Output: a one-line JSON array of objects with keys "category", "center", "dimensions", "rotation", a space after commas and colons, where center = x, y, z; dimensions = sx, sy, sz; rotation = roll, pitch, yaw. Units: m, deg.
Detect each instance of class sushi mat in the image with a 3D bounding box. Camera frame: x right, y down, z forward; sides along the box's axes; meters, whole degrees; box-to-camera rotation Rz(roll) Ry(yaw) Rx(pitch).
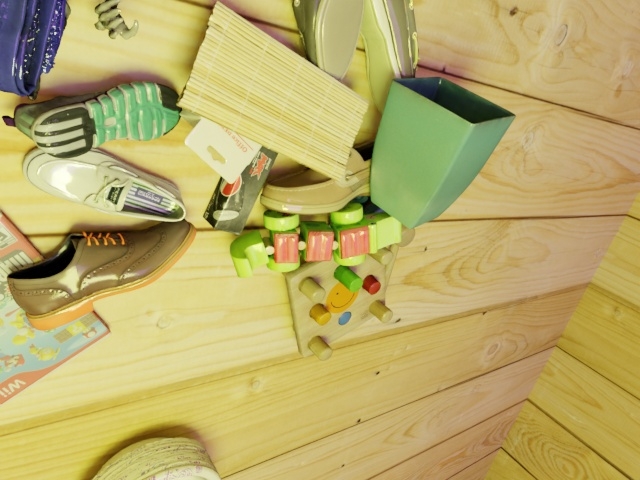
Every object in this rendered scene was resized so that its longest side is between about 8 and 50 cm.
[{"category": "sushi mat", "center": [-0.052, -0.211, 0.714], "dimensions": [0.317, 0.019, 0.151], "rotation": [18, 89, -41]}]

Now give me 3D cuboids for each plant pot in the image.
[{"category": "plant pot", "center": [0.198, -0.150, 0.844], "dimensions": [0.166, 0.166, 0.234], "rotation": [-21, 141, -43]}]

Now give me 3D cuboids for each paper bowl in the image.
[{"category": "paper bowl", "center": [-0.362, 0.535, 0.970], "dimensions": [0.284, 0.148, 0.284], "rotation": [-20, 128, -28]}]

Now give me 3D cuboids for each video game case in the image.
[{"category": "video game case", "center": [-0.480, 0.112, 0.687], "dimensions": [0.204, 0.025, 0.285], "rotation": [-35, 134, -17]}]

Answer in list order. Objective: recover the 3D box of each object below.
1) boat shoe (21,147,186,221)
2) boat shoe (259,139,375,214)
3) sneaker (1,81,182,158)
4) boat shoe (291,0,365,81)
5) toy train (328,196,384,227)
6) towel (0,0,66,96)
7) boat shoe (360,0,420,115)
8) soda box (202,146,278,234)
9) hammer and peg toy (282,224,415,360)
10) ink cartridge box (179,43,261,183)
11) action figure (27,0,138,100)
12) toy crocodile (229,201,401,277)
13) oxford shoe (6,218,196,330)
[{"category": "boat shoe", "center": [-0.299, -0.079, 0.674], "dimensions": [0.226, 0.076, 0.083], "rotation": [9, 110, -42]}, {"category": "boat shoe", "center": [0.026, -0.134, 0.888], "dimensions": [0.341, 0.122, 0.110], "rotation": [-21, 125, -41]}, {"category": "sneaker", "center": [-0.294, -0.178, 0.624], "dimensions": [0.224, 0.098, 0.083], "rotation": [-35, 144, -52]}, {"category": "boat shoe", "center": [0.001, -0.415, 0.710], "dimensions": [0.112, 0.096, 0.335], "rotation": [-34, 139, -34]}, {"category": "toy train", "center": [0.106, -0.057, 1.003], "dimensions": [0.184, 0.105, 0.080], "rotation": [-31, 132, -21]}, {"category": "towel", "center": [-0.370, -0.278, 0.389], "dimensions": [0.309, 0.076, 0.227], "rotation": [17, 104, -5]}, {"category": "boat shoe", "center": [0.135, -0.340, 0.841], "dimensions": [0.091, 0.109, 0.304], "rotation": [-33, 130, -12]}, {"category": "soda box", "center": [-0.141, -0.097, 0.810], "dimensions": [0.060, 0.053, 0.168], "rotation": [15, 106, -44]}, {"category": "hammer and peg toy", "center": [0.092, 0.106, 1.080], "dimensions": [0.362, 0.127, 0.265], "rotation": [-25, 130, -25]}, {"category": "ink cartridge box", "center": [-0.132, -0.200, 0.717], "dimensions": [0.198, 0.067, 0.115], "rotation": [-57, 137, -11]}, {"category": "action figure", "center": [-0.280, -0.289, 0.511], "dimensions": [0.275, 0.141, 0.164], "rotation": [-50, 135, 3]}, {"category": "toy crocodile", "center": [0.000, 0.000, 0.870], "dimensions": [0.341, 0.105, 0.115], "rotation": [-6, 113, -16]}, {"category": "oxford shoe", "center": [-0.316, 0.025, 0.695], "dimensions": [0.271, 0.097, 0.098], "rotation": [-34, 129, -26]}]
